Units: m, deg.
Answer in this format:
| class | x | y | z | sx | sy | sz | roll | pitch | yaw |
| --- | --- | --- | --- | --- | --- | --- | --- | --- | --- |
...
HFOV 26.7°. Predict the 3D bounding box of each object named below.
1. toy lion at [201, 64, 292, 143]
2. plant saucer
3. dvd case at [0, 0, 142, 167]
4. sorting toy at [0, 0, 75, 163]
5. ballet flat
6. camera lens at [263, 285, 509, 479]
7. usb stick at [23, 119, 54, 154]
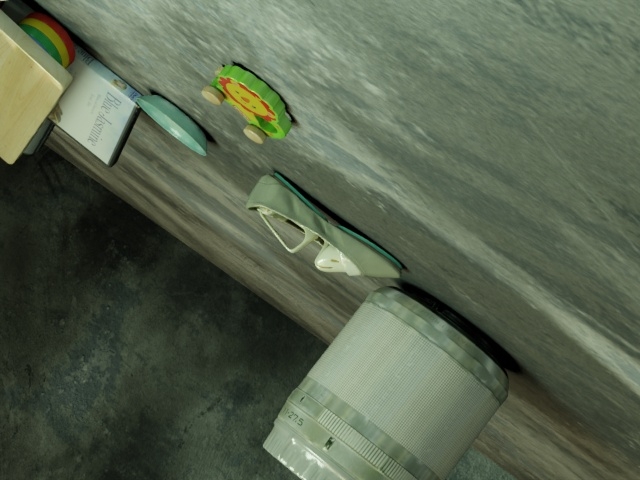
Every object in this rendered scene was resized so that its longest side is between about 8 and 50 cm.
| class | x | y | z | sx | sy | sz | roll | pitch | yaw |
| --- | --- | --- | --- | --- | --- | --- | --- | --- | --- |
| toy lion | -0.064 | -0.133 | 1.306 | 0.100 | 0.034 | 0.096 | 42 | 164 | -31 |
| plant saucer | -0.192 | -0.158 | 1.792 | 0.119 | 0.021 | 0.119 | 37 | 173 | 5 |
| dvd case | -0.375 | -0.228 | 1.944 | 0.253 | 0.022 | 0.180 | 38 | 145 | 0 |
| sorting toy | -0.464 | -0.268 | 1.881 | 0.255 | 0.089 | 0.257 | 43 | 145 | -7 |
| ballet flat | 0.000 | 0.000 | 1.646 | 0.213 | 0.068 | 0.072 | 36 | 173 | 13 |
| camera lens | 0.088 | 0.213 | 1.712 | 0.219 | 0.274 | 0.219 | 37 | 173 | 6 |
| usb stick | -0.429 | -0.213 | 2.069 | 0.077 | 0.045 | 0.278 | 35 | 147 | -9 |
